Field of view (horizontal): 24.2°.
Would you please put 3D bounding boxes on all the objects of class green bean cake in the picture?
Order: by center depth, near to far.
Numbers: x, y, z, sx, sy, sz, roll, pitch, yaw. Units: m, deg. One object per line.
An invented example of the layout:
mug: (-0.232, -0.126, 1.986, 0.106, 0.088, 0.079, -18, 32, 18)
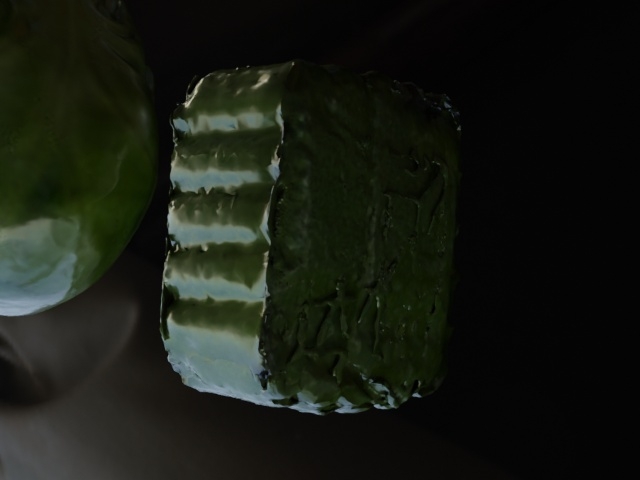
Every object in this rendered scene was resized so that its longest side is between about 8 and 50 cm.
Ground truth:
green bean cake: (0.000, 0.000, 0.945, 0.113, 0.214, 0.200, 3, 176, 39)

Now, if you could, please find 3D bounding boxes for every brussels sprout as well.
brussels sprout: (-0.283, -0.114, 1.294, 0.282, 0.289, 0.354, 9, -101, -16)
